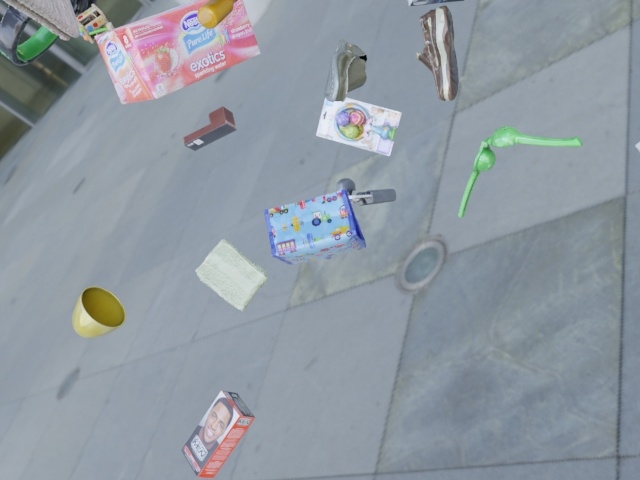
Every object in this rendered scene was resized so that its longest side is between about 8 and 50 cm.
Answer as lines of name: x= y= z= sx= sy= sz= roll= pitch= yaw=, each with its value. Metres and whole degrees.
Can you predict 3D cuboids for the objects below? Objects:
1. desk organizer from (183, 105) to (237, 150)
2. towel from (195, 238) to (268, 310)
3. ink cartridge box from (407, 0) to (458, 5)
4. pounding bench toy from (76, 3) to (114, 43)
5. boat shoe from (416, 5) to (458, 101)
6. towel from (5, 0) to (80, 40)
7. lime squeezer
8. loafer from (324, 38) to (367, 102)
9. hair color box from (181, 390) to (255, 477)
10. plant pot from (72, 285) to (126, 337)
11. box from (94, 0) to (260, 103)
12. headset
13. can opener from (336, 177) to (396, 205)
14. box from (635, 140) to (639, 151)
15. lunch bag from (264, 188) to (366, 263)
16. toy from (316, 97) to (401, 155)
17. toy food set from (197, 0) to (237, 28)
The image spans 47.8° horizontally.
desk organizer: x=-0.271 y=-0.270 z=1.750 sx=0.130 sy=0.047 sz=0.050 roll=-22 pitch=68 yaw=22
towel: x=-0.197 y=0.076 z=1.591 sx=0.110 sy=0.148 sz=0.027 roll=-53 pitch=-18 yaw=1
ink cartridge box: x=0.335 y=-0.694 z=1.778 sx=0.332 sy=0.166 sz=0.065 roll=125 pitch=135 yaw=-74
pounding bench toy: x=-0.502 y=-0.473 z=1.600 sx=0.065 sy=0.052 sz=0.083 roll=-39 pitch=52 yaw=-10
boat shoe: x=0.299 y=-0.475 z=1.872 sx=0.095 sy=0.095 sz=0.257 roll=-8 pitch=73 yaw=25
towel: x=-0.530 y=-0.493 z=1.334 sx=0.049 sy=0.187 sz=0.282 roll=-15 pitch=0 yaw=4
lime squeezer: x=0.353 y=-0.157 z=1.407 sx=0.310 sy=0.110 sz=0.058 roll=-36 pitch=15 yaw=46
loafer: x=0.067 y=-0.392 z=1.662 sx=0.251 sy=0.088 sz=0.094 roll=-77 pitch=1 yaw=-51
hair color box: x=-0.183 y=0.345 z=1.285 sx=0.072 sy=0.043 sz=0.141 roll=42 pitch=102 yaw=42
plant pot: x=-0.595 y=0.201 z=1.893 sx=0.095 sy=0.134 sz=0.134 roll=-42 pitch=28 yaw=22
box: x=-0.295 y=-0.413 z=1.524 sx=0.142 sy=0.154 sz=0.300 roll=4 pitch=30 yaw=45
headset: x=-0.586 y=-0.562 z=1.674 sx=0.394 sy=0.185 sz=0.243 roll=-53 pitch=7 yaw=8
can opener: x=0.152 y=-0.165 z=2.392 sx=0.076 sy=0.283 sz=0.095 roll=-8 pitch=92 yaw=37
box: x=0.667 y=-0.125 z=1.326 sx=0.038 sy=0.186 sz=0.145 roll=-28 pitch=-10 yaw=1
lunch bag: x=0.000 y=0.000 z=1.945 sx=0.221 sy=0.293 sz=0.138 roll=-14 pitch=69 yaw=7
toy: x=0.112 y=-0.349 z=2.175 sx=0.056 sy=0.237 sz=0.136 roll=-54 pitch=-21 yaw=-74
toy food set: x=-0.215 y=-0.484 z=1.204 sx=0.111 sy=0.232 sz=0.104 roll=-26 pitch=24 yaw=42
